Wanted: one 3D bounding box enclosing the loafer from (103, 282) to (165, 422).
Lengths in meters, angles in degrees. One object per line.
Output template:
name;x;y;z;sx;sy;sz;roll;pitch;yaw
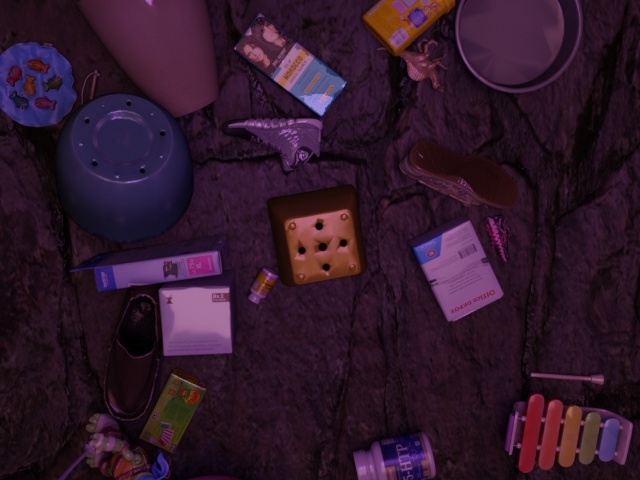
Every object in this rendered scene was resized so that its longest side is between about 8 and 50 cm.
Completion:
loafer;-0.436;0.256;1.424;0.134;0.130;0.365;8;98;-5

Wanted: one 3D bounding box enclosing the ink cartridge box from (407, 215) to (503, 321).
ink cartridge box;0.318;0.067;1.467;0.148;0.086;0.203;-26;100;1

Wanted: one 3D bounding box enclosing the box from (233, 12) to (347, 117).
box;-0.066;-0.389;1.386;0.244;0.060;0.100;36;95;-8

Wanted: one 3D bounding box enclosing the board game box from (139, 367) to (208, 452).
board game box;-0.355;0.411;1.497;0.092;0.043;0.181;27;96;-8

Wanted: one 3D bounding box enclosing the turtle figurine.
turtle figurine;-0.496;0.508;1.373;0.275;0.266;0.197;-36;115;-21

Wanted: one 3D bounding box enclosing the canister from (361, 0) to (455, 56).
canister;0.191;-0.508;1.368;0.170;0.073;0.126;-42;78;5

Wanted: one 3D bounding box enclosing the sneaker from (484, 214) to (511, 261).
sneaker;0.439;-0.007;1.489;0.057;0.047;0.119;-22;101;-12

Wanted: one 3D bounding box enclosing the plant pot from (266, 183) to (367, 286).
plant pot;0.000;0.000;1.386;0.212;0.187;0.212;-10;99;-3

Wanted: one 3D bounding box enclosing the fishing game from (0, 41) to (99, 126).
fishing game;-0.633;-0.345;1.367;0.264;0.041;0.189;14;100;-6

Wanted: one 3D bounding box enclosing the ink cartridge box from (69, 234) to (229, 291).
ink cartridge box;-0.366;0.050;1.370;0.311;0.186;0.065;-6;101;-2

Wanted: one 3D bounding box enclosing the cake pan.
cake pan;0.444;-0.483;1.408;0.293;0.054;0.293;-1;98;-4

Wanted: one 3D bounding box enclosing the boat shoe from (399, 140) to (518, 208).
boat shoe;0.326;-0.147;1.445;0.285;0.089;0.104;23;70;-9

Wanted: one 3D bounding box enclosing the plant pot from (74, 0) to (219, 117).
plant pot;-0.323;-0.407;1.292;0.257;0.256;0.274;-22;115;0

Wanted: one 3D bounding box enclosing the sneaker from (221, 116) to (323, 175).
sneaker;-0.106;-0.212;1.400;0.229;0.086;0.132;-2;101;-4

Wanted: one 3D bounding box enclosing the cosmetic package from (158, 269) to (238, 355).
cosmetic package;-0.269;0.158;1.393;0.151;0.183;0.151;-2;99;-3

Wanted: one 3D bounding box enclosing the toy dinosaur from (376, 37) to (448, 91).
toy dinosaur;0.225;-0.413;1.405;0.183;0.053;0.092;35;96;-8

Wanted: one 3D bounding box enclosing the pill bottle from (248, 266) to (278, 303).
pill bottle;-0.138;0.107;1.465;0.043;0.043;0.083;31;96;-8

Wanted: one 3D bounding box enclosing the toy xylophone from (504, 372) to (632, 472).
toy xylophone;0.610;0.452;1.548;0.323;0.081;0.236;-2;98;-4

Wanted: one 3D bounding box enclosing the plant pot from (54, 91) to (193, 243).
plant pot;-0.399;-0.164;1.259;0.293;0.235;0.292;4;75;-14

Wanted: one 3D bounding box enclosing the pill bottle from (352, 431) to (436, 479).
pill bottle;0.178;0.542;1.518;0.187;0.112;0.111;-12;99;-2

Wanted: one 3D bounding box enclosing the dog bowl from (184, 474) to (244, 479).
dog bowl;-0.281;0.710;1.422;0.408;0.150;0.407;-12;128;-17
